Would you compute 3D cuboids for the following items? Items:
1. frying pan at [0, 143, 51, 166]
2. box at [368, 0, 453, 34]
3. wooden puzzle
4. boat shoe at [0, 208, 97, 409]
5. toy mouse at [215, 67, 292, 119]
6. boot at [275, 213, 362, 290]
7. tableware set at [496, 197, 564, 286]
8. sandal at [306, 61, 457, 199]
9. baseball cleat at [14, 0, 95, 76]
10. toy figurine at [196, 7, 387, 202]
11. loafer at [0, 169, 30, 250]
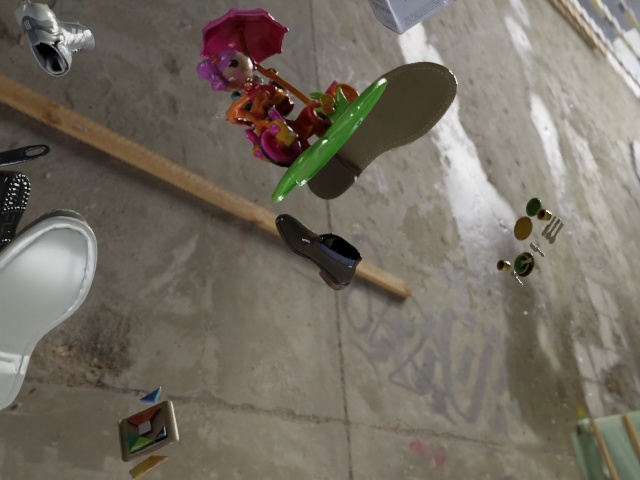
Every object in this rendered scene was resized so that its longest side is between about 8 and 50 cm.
[{"bbox_3d":[-0.716,-0.157,1.250,0.326,0.053,0.197,-40,121,-13],"label":"frying pan"},{"bbox_3d":[0.196,-0.567,1.237,0.231,0.262,0.127,55,1,-39],"label":"box"},{"bbox_3d":[-0.219,0.240,0.826,0.116,0.078,0.014,52,-18,47],"label":"wooden puzzle"},{"bbox_3d":[-0.356,0.073,0.768,0.109,0.305,0.091,23,26,-32],"label":"boat shoe"},{"bbox_3d":[-0.116,-0.289,1.292,0.143,0.161,0.031,-86,162,-44],"label":"toy mouse"},{"bbox_3d":[0.000,0.000,1.414,0.219,0.106,0.082,44,50,6],"label":"boot"},{"bbox_3d":[0.383,0.000,1.227,0.024,0.154,0.104,13,28,-27],"label":"tableware set"},{"bbox_3d":[0.076,-0.147,0.831,0.088,0.240,0.079,47,33,-5],"label":"sandal"},{"bbox_3d":[-0.424,-0.312,1.063,0.206,0.072,0.110,-14,88,-80],"label":"baseball cleat"},{"bbox_3d":[-0.050,-0.136,0.596,0.159,0.130,0.173,41,48,1],"label":"toy figurine"},{"bbox_3d":[-0.513,-0.009,0.996,0.080,0.078,0.220,25,85,-79],"label":"loafer"}]
